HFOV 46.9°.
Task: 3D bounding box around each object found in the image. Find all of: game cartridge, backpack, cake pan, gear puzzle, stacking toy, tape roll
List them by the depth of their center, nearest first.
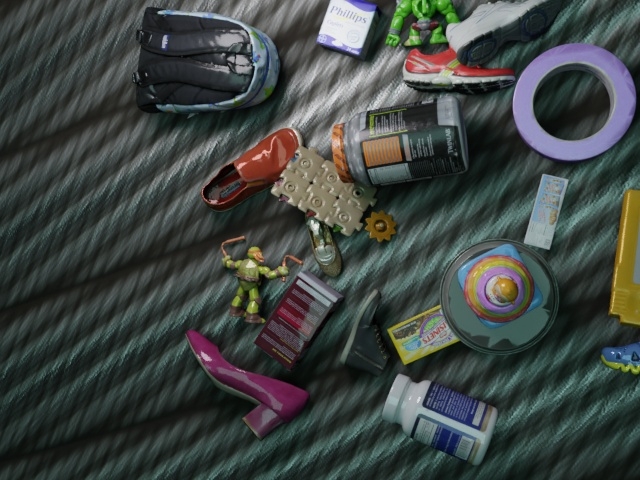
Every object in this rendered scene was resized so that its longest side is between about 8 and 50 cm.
[{"bbox_3d":[0.407,0.111,1.655,0.166,0.302,0.175,-29,85,8],"label":"stacking toy"},{"bbox_3d":[0.826,0.055,1.685,0.286,0.052,0.323,9,74,15],"label":"game cartridge"},{"bbox_3d":[0.603,-0.325,1.766,0.275,0.090,0.274,1,93,15],"label":"tape roll"},{"bbox_3d":[0.443,0.141,1.829,0.293,0.054,0.293,0,88,10],"label":"cake pan"},{"bbox_3d":[0.052,-0.105,1.935,0.339,0.044,0.175,30,72,1],"label":"gear puzzle"},{"bbox_3d":[-0.284,-0.467,1.947,0.356,0.273,0.290,5,91,37],"label":"backpack"}]

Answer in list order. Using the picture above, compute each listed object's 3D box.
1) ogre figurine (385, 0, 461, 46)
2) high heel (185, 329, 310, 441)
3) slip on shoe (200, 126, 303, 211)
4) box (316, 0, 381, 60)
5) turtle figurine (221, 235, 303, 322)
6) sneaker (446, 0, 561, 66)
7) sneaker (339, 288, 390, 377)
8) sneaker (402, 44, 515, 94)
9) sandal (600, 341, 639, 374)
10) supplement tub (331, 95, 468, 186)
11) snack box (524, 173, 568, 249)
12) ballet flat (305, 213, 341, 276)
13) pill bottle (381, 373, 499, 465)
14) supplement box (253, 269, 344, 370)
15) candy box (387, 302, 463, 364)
[{"bbox_3d":[0.265,-0.551,1.852,0.197,0.097,0.118,3,105,27],"label":"ogre figurine"},{"bbox_3d":[-0.207,0.356,2.033,0.181,0.127,0.377,-38,76,-15],"label":"high heel"},{"bbox_3d":[-0.185,-0.188,1.988,0.331,0.101,0.123,-34,81,13],"label":"slip on shoe"},{"bbox_3d":[0.074,-0.555,1.916,0.126,0.072,0.137,21,97,14],"label":"box"},{"bbox_3d":[-0.178,0.110,1.988,0.270,0.087,0.217,11,98,27],"label":"turtle figurine"},{"bbox_3d":[0.439,-0.534,1.777,0.297,0.111,0.129,-23,55,-7],"label":"sneaker"},{"bbox_3d":[0.143,0.242,1.928,0.118,0.083,0.222,22,105,8],"label":"sneaker"},{"bbox_3d":[0.343,-0.432,1.830,0.279,0.107,0.118,7,88,15],"label":"sneaker"},{"bbox_3d":[0.816,0.243,1.717,0.318,0.126,0.138,-7,84,9],"label":"sandal"},{"bbox_3d":[0.198,-0.239,1.829,0.316,0.193,0.193,-7,90,16],"label":"supplement tub"},{"bbox_3d":[0.557,-0.071,1.821,0.064,0.022,0.178,15,96,16],"label":"snack box"},{"bbox_3d":[0.000,0.000,1.958,0.073,0.067,0.206,-20,87,15],"label":"ballet flat"},{"bbox_3d":[0.297,0.441,1.845,0.265,0.153,0.153,21,98,14],"label":"pill bottle"},{"bbox_3d":[-0.059,0.214,1.980,0.130,0.073,0.239,36,100,13],"label":"supplement box"},{"bbox_3d":[0.287,0.234,1.906,0.206,0.027,0.105,-27,87,15],"label":"candy box"}]
